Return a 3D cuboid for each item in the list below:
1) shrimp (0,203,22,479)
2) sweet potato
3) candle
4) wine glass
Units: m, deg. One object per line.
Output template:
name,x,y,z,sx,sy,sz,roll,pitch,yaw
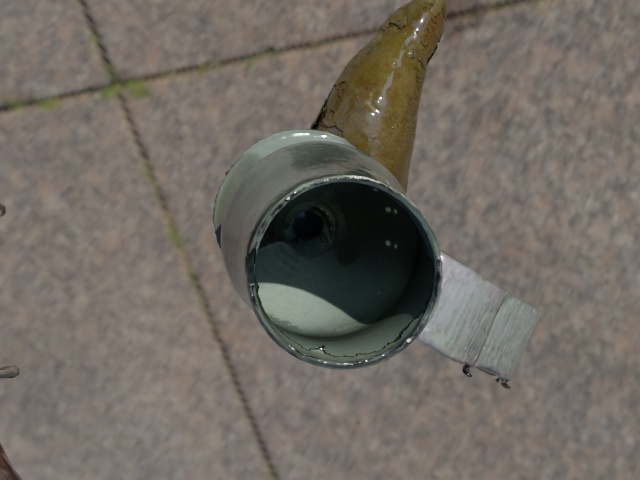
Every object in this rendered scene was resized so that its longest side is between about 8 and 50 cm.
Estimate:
shrimp,-0.190,0.041,0.625,0.145,0.116,0.343,-39,67,25
sweet potato,0.025,-0.040,1.334,0.098,0.124,0.310,14,126,-9
candle,0.057,0.030,1.144,0.168,0.192,0.068,29,90,22
wine glass,0.000,0.000,0.863,0.103,0.231,0.103,-1,96,-5
